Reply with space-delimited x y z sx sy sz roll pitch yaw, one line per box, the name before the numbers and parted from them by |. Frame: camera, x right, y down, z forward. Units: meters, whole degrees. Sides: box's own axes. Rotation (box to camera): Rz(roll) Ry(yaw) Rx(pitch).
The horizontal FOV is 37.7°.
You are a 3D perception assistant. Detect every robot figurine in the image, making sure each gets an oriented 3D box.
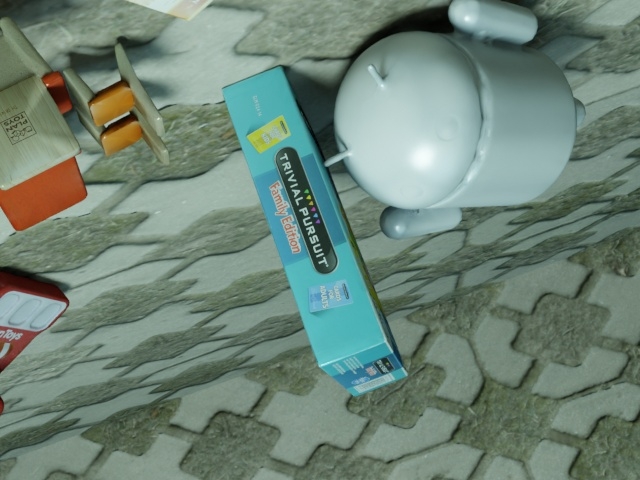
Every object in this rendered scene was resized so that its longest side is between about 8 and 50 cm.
robot figurine | 0.159 -0.137 1.101 0.353 0.199 0.300 -3 117 -41

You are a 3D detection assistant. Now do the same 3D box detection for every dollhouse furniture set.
dollhouse furniture set | -0.265 -0.070 0.851 0.262 0.135 0.259 -30 167 -14

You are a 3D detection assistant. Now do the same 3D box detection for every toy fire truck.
toy fire truck | -0.510 0.135 1.287 0.254 0.169 0.302 -47 159 2

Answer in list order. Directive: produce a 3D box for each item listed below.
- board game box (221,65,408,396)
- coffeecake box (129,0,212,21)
board game box | 0.000 0.000 1.109 0.079 0.336 0.254 -21 162 3
coffeecake box | -0.128 -0.250 0.698 0.142 0.068 0.185 -33 158 32
